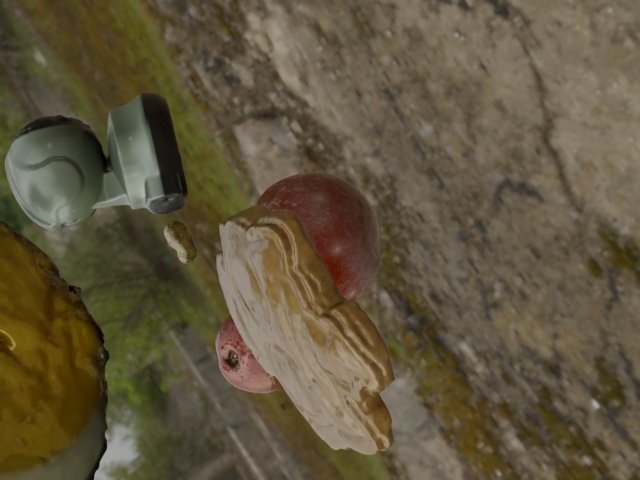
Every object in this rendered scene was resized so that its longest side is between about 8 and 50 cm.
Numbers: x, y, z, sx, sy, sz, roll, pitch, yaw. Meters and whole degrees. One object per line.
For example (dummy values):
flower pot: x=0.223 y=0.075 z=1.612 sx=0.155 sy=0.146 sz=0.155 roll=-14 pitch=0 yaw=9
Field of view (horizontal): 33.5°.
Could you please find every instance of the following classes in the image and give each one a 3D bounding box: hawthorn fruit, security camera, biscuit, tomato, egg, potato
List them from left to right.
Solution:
egg: x=-0.382 y=0.142 z=1.029 sx=0.201 sy=0.337 sz=0.337 roll=-26 pitch=98 yaw=46
security camera: x=-0.368 y=-0.124 z=1.733 sx=0.197 sy=0.277 sz=0.191 roll=131 pitch=125 yaw=-81
potato: x=-0.255 y=0.001 z=1.950 sx=0.092 sy=0.045 sz=0.046 roll=61 pitch=-178 yaw=-28
hawthorn fruit: x=-0.098 y=0.180 z=1.840 sx=0.173 sy=0.172 sz=0.173 roll=53 pitch=168 yaw=17
biscuit: x=-0.024 y=0.095 z=1.064 sx=0.269 sy=0.051 sz=0.376 roll=66 pitch=161 yaw=-11
tomato: x=0.000 y=0.000 z=1.965 sx=0.270 sy=0.227 sz=0.270 roll=157 pitch=90 yaw=-89
